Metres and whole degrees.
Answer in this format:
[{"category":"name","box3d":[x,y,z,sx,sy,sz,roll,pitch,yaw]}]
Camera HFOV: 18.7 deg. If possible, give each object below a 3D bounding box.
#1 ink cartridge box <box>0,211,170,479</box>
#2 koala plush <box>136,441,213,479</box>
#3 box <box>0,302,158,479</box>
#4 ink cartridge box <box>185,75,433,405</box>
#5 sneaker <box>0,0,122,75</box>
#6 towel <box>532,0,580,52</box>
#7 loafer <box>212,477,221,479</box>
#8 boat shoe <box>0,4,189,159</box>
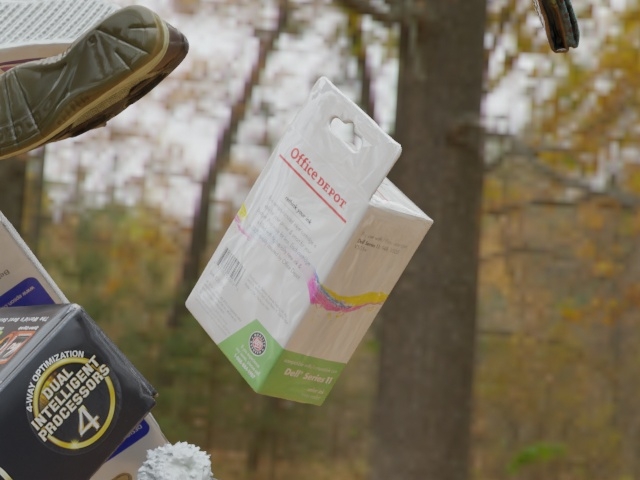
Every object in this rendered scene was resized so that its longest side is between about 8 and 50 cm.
[{"category":"ink cartridge box","box3d":[-0.284,0.137,1.805,0.371,0.176,0.069,58,-4,-38]},{"category":"koala plush","box3d":[-0.147,0.300,1.765,0.203,0.196,0.221,-6,27,33]},{"category":"box","box3d":[-0.321,0.181,1.275,0.097,0.318,0.395,51,-27,-21]},{"category":"ink cartridge box","box3d":[0.000,0.000,2.400,0.119,0.353,0.207,16,22,-42]},{"category":"sneaker","box3d":[-0.349,-0.175,2.041,0.282,0.102,0.161,2,-40,-16]},{"category":"towel","box3d":[0.164,-0.380,1.750,0.040,0.370,0.271,-16,26,6]},{"category":"loafer","box3d":[-0.065,0.329,2.098,0.220,0.080,0.078,43,22,-14]},{"category":"boat shoe","box3d":[-0.207,-0.123,1.656,0.223,0.080,0.073,-29,-27,25]}]
